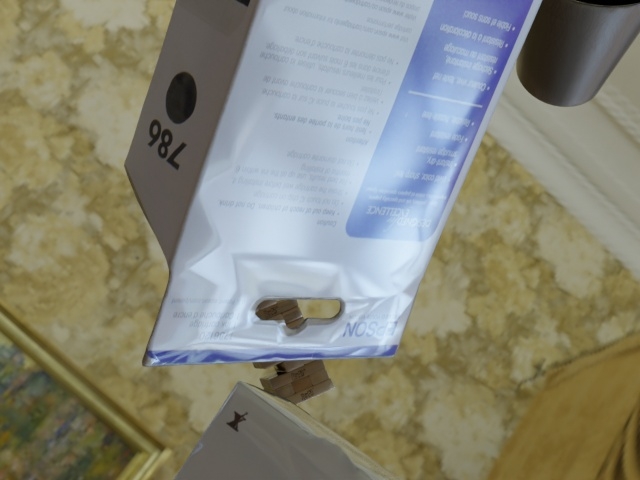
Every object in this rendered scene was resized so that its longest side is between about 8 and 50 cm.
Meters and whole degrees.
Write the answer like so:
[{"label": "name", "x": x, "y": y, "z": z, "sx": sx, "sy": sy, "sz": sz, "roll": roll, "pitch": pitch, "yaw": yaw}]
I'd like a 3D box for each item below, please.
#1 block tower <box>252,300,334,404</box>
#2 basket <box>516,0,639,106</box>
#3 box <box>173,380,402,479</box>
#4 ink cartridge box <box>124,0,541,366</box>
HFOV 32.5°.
[{"label": "block tower", "x": -0.094, "y": 0.088, "z": 1.679, "sx": 0.336, "sy": 0.097, "sz": 0.091, "roll": 68, "pitch": -15, "yaw": 0}, {"label": "basket", "x": 0.355, "y": -0.300, "z": 1.496, "sx": 0.204, "sy": 0.154, "sz": 0.227, "roll": -6, "pitch": -29, "yaw": -8}, {"label": "box", "x": -0.024, "y": 0.231, "z": 0.808, "sx": 0.181, "sy": 0.182, "sz": 0.119, "roll": 33, "pitch": -4, "yaw": 22}, {"label": "ink cartridge box", "x": 0.020, "y": -0.102, "z": 0.486, "sx": 0.065, "sy": 0.165, "sz": 0.333, "roll": 36, "pitch": -68, "yaw": 41}]
